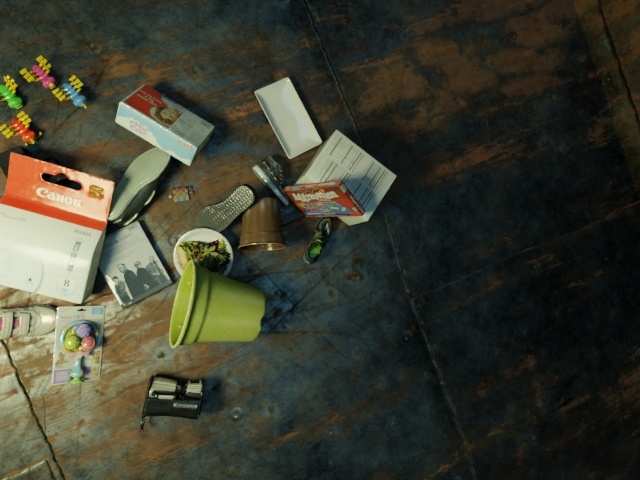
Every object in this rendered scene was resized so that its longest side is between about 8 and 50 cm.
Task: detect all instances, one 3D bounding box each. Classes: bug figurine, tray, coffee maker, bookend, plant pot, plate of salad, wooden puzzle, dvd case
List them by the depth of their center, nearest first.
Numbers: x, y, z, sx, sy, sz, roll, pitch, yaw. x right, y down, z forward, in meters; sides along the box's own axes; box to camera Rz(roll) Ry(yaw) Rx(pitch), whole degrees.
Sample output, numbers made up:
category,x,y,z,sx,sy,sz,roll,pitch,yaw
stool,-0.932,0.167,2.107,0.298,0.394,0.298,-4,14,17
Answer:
category,x,y,z,sx,sy,sz,roll,pitch,yaw
bookend,-0.891,-0.230,1.356,0.156,0.072,0.157,-28,95,-13
bug figurine,-0.887,-0.442,1.367,0.279,0.072,0.216,-39,91,-8
plant pot,-0.325,0.222,1.407,0.253,0.276,0.276,14,84,-26
coffee maker,-0.479,0.531,1.421,0.178,0.120,0.171,11,108,-13
dvd case,-0.625,0.079,1.434,0.179,0.029,0.239,-28,94,-14
plate of salad,-0.396,0.058,1.467,0.199,0.048,0.200,-1,100,-6
plant pot,-0.201,-0.055,1.491,0.166,0.167,0.165,-1,79,-15
wooden puzzle,-0.479,-0.160,1.494,0.083,0.006,0.049,-8,90,-15
tray,-0.118,-0.445,1.588,0.145,0.030,0.271,-29,95,-13

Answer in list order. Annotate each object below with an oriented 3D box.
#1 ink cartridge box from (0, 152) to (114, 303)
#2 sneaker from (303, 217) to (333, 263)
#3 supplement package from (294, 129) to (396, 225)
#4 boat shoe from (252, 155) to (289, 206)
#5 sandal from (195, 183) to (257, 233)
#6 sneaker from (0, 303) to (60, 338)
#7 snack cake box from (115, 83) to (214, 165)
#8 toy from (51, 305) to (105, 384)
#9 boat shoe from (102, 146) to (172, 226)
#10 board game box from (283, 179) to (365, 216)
category,x,y,z,sx,sy,sz,roll,pitch,yaw
ink cartridge box,-0.818,-0.030,1.297,0.308,0.091,0.385,16,102,-9
sneaker,0.000,0.000,1.574,0.067,0.078,0.188,26,81,-12
supplement package,0.082,-0.213,1.542,0.262,0.199,0.198,35,79,-11
boat shoe,-0.154,-0.213,1.550,0.083,0.065,0.183,-41,97,-11
sandal,-0.309,-0.101,1.459,0.254,0.054,0.097,-27,101,23
sneaker,-0.925,0.251,1.306,0.252,0.111,0.103,-4,89,-15
snack cake box,-0.502,-0.378,1.418,0.264,0.089,0.152,31,43,-11
toy,-0.748,0.327,1.356,0.136,0.056,0.238,5,89,-41
boat shoe,-0.592,-0.177,1.426,0.114,0.091,0.302,38,79,21
board game box,0.007,-0.135,1.462,0.145,0.281,0.027,48,62,-31
